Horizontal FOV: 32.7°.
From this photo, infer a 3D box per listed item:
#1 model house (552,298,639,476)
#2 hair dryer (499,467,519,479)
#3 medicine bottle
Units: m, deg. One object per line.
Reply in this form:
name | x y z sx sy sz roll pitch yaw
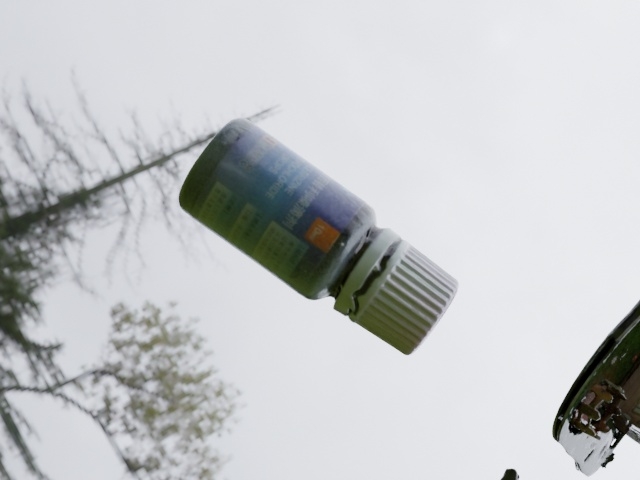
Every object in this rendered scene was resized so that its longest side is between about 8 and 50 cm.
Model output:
model house | 0.390 0.140 1.104 0.154 0.294 0.207 35 -7 34
hair dryer | 0.100 0.299 0.888 0.070 0.255 0.128 27 -4 -17
medicine bottle | 0.000 0.000 0.781 0.203 0.083 0.083 36 -34 2
